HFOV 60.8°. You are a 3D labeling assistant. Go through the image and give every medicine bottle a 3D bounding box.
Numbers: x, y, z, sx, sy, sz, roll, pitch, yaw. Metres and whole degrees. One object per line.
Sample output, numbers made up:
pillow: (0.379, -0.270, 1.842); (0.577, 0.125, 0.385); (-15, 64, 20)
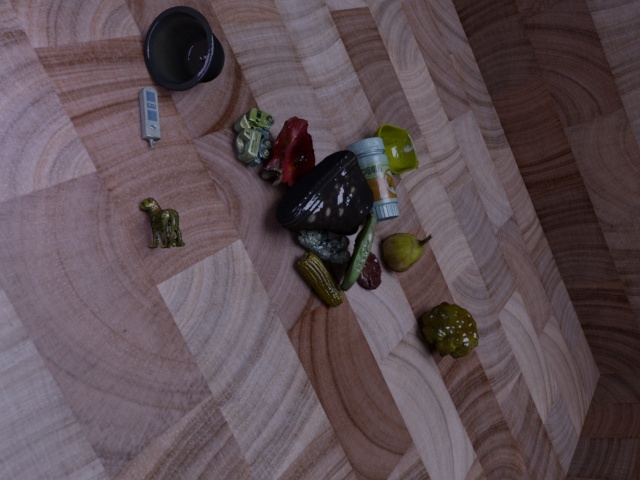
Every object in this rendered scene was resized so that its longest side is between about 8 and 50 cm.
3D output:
medicine bottle: (0.206, -0.229, 2.143); (0.158, 0.158, 0.318); (-9, 84, -48)

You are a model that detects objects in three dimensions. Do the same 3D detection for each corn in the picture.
corn: (0.005, 0.137, 1.858); (0.231, 0.080, 0.080); (54, 45, -22)

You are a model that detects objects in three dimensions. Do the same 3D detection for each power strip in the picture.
power strip: (-0.481, -0.349, 1.538); (0.048, 0.030, 0.191); (3, 74, -46)

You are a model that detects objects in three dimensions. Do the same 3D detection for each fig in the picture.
fig: (0.354, 0.024, 2.152); (0.159, 0.257, 0.159); (14, 62, -28)

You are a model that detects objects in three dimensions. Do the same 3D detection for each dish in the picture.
dish: (0.297, -0.374, 2.327); (0.262, 0.108, 0.221); (-10, 85, -47)

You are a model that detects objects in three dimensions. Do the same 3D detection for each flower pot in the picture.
flower pot: (-0.377, -0.548, 1.605); (0.148, 0.235, 0.235); (-13, 87, -67)

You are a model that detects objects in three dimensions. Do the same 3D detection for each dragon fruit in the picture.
dragon fruit: (-0.121, -0.275, 1.824); (0.211, 0.134, 0.262); (-49, 150, -29)

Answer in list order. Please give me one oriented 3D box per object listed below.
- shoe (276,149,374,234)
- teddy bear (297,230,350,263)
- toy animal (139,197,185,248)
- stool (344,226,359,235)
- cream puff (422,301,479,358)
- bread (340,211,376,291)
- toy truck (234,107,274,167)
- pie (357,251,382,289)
shoe: (0.028, -0.114, 1.825); (0.384, 0.171, 0.237); (-49, 119, -35)
teddy bear: (-0.003, 0.017, 1.891); (0.213, 0.111, 0.133); (24, 35, -13)
toy animal: (-0.408, -0.048, 1.418); (0.073, 0.181, 0.136); (-10, 97, -30)
stool: (0.103, -0.092, 2.021); (0.135, 0.134, 0.110); (98, 12, -47)
cream puff: (0.538, 0.377, 2.265); (0.196, 0.244, 0.244); (82, 24, -50)
bread: (0.135, 0.041, 1.901); (0.045, 0.301, 0.301); (22, 55, -2)
toy truck: (-0.226, -0.338, 1.772); (0.116, 0.085, 0.191); (22, 64, -35)
pie: (0.185, 0.117, 2.095); (0.154, 0.038, 0.153); (22, 59, -43)
